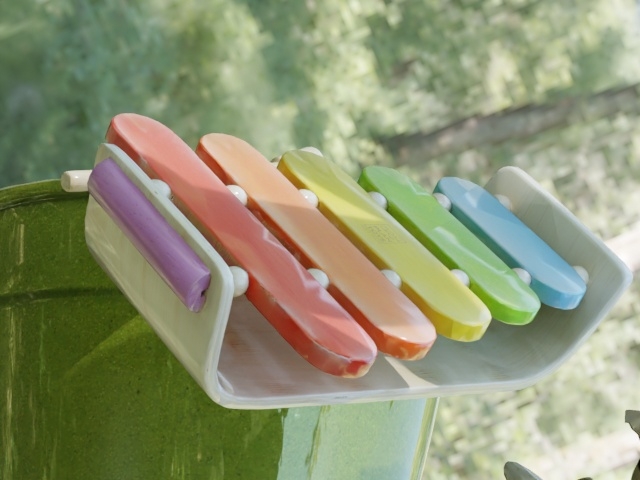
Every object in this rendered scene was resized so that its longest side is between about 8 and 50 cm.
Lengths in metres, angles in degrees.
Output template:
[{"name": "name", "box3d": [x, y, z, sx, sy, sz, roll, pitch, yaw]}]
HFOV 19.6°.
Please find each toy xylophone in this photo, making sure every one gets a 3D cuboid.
[{"name": "toy xylophone", "box3d": [0.000, 0.000, 0.979, 0.236, 0.081, 0.322, 41, 28, 29]}]

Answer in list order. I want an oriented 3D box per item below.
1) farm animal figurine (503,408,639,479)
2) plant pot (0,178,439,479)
[{"name": "farm animal figurine", "box3d": [0.156, 0.146, 0.762, 0.330, 0.326, 0.172, -54, -127, 48]}, {"name": "plant pot", "box3d": [-0.089, 0.180, 1.260, 0.366, 0.366, 0.353, 64, 29, -71]}]
